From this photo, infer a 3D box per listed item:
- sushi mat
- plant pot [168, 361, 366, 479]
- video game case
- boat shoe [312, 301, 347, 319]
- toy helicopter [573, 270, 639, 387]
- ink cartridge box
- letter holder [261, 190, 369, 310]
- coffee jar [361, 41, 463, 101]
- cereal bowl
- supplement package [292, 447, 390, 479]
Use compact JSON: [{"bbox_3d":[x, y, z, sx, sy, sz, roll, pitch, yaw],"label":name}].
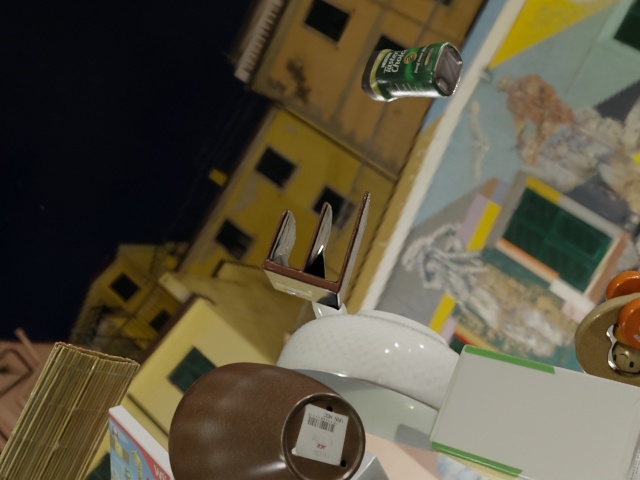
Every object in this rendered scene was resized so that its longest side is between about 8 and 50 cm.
[{"bbox_3d":[-0.412,0.313,1.516,0.151,0.019,0.316,24,-86,-41],"label":"sushi mat"},{"bbox_3d":[-0.047,0.244,1.185,0.215,0.215,0.230,-34,4,-29],"label":"plant pot"},{"bbox_3d":[-0.261,0.418,1.470,0.025,0.204,0.285,-13,-62,-35],"label":"video game case"},{"bbox_3d":[0.025,0.204,2.123,0.078,0.219,0.070,3,-41,-34],"label":"boat shoe"},{"bbox_3d":[0.567,0.229,1.579,0.235,0.355,0.140,-58,7,19],"label":"toy helicopter"},{"bbox_3d":[0.275,0.224,1.024,0.278,0.201,0.117,37,-110,-48],"label":"ink cartridge box"},{"bbox_3d":[0.000,0.000,1.925,0.302,0.152,0.214,81,-153,-80],"label":"letter holder"},{"bbox_3d":[0.163,-0.307,1.787,0.079,0.184,0.096,38,-114,-40],"label":"coffee jar"},{"bbox_3d":[0.105,0.205,1.513,0.141,0.339,0.339,-67,-27,-20],"label":"cereal bowl"},{"bbox_3d":[0.003,0.432,1.415,0.199,0.198,0.262,-42,-57,-24],"label":"supplement package"}]
